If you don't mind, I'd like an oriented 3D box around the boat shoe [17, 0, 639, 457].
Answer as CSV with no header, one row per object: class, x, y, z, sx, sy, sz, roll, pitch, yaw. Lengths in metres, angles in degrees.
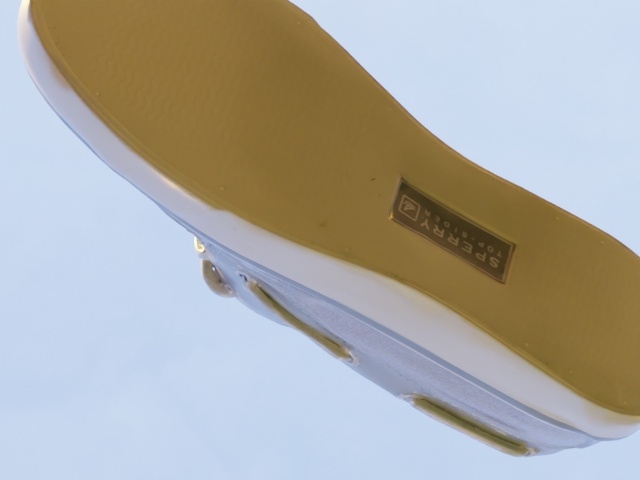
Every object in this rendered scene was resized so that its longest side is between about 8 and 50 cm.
boat shoe,0.001,0.000,0.587,0.227,0.081,0.079,33,-127,-11
